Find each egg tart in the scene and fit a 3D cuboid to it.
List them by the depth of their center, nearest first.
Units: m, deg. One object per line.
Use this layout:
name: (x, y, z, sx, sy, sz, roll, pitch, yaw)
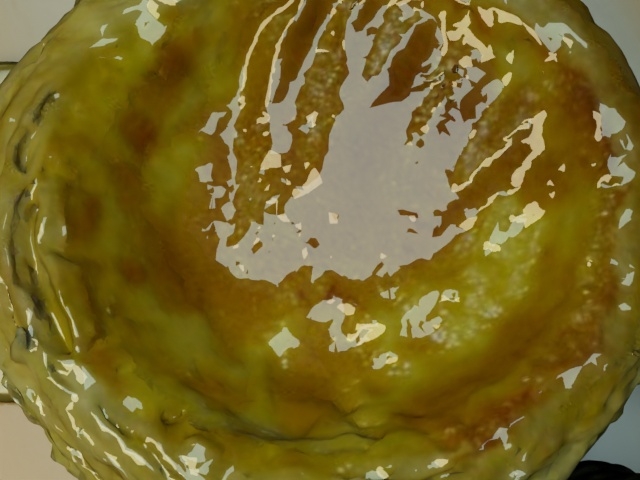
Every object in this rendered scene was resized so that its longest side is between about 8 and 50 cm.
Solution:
egg tart: (0.000, 0.000, 0.900, 0.388, 0.169, 0.387, 1, 77, -3)

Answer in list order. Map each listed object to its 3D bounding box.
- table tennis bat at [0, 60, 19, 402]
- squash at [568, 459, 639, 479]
table tennis bat: (-0.150, -0.051, 0.994, 0.198, 0.050, 0.321, 35, 86, 1)
squash: (0.185, 0.194, 0.887, 0.193, 0.193, 0.155, 11, 63, 1)
